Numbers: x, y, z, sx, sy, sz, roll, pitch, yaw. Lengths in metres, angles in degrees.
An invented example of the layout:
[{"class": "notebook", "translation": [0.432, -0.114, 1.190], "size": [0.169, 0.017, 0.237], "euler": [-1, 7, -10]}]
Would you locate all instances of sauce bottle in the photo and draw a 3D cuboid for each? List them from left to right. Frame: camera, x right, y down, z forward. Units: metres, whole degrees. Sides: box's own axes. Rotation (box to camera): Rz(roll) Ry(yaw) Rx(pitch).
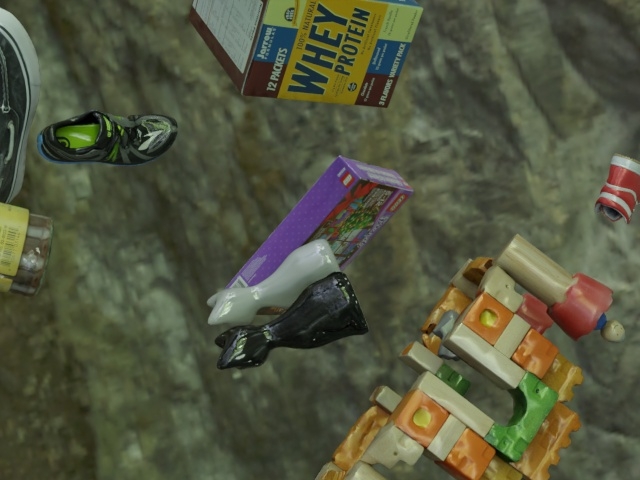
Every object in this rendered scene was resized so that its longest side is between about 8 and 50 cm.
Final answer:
[{"class": "sauce bottle", "translation": [-0.500, -0.021, 1.395], "size": [0.111, 0.344, 0.111], "euler": [-164, -90, -70]}]

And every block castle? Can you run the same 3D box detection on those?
[{"class": "block castle", "translation": [0.207, 0.232, 1.592], "size": [0.212, 0.453, 0.303], "euler": [37, -15, -1]}]

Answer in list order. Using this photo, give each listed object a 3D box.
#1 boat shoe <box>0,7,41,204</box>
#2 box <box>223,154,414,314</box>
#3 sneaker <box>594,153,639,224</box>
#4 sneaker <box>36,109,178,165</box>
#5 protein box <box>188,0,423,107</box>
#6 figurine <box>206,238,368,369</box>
[{"class": "boat shoe", "translation": [-0.432, -0.148, 1.468], "size": [0.102, 0.108, 0.301], "euler": [-64, 174, -53]}, {"class": "box", "translation": [0.000, 0.000, 1.844], "size": [0.057, 0.293, 0.201], "euler": [48, 19, 22]}, {"class": "sneaker", "translation": [0.329, -0.045, 1.224], "size": [0.042, 0.067, 0.118], "euler": [23, 1, 40]}, {"class": "sneaker", "translation": [-0.278, -0.136, 1.530], "size": [0.078, 0.188, 0.067], "euler": [155, -73, -67]}, {"class": "protein box", "translation": [-0.023, -0.272, 1.389], "size": [0.201, 0.199, 0.136], "euler": [56, -44, 46]}, {"class": "figurine", "translation": [-0.060, 0.095, 1.637], "size": [0.215, 0.209, 0.092], "euler": [-118, -174, -66]}]
